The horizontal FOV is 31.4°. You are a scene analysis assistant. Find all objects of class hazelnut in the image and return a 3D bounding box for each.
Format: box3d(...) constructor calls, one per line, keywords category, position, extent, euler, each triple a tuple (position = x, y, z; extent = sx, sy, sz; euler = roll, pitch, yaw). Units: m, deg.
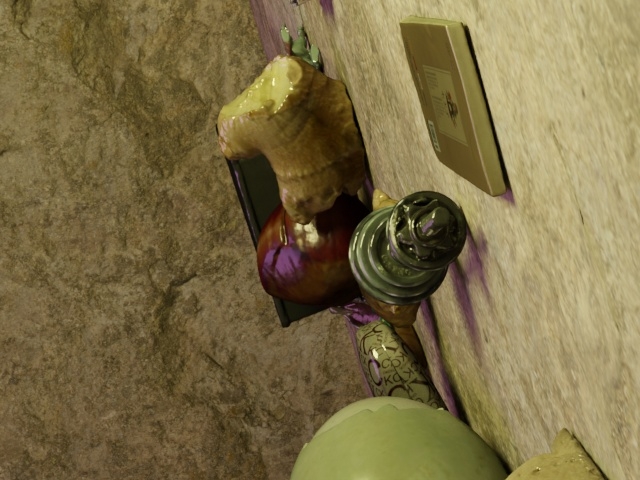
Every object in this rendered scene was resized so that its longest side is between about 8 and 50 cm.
box3d(category="hazelnut", position=(0.000, 0.000, 1.910), extent=(0.229, 0.229, 0.230), euler=(162, 90, -87))

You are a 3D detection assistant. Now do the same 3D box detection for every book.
box3d(category="book", position=(0.106, -0.118, 0.948), extent=(0.199, 0.016, 0.138), euler=(-119, 12, -76))

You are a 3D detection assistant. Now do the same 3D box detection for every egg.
box3d(category="egg", position=(0.094, 0.325, 1.346), extent=(0.336, 0.278, 0.278), euler=(-114, 7, -46))

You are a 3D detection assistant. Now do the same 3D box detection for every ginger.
box3d(category="ginger", position=(-0.041, -0.150, 1.709), extent=(0.130, 0.221, 0.276), euler=(-131, 29, -58))
box3d(category="ginger", position=(0.093, 0.026, 1.474), extent=(0.294, 0.086, 0.131), euler=(92, 164, -69))

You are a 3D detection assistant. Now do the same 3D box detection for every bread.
box3d(category="bread", position=(0.216, 0.210, 0.864), extent=(0.152, 0.105, 0.077), euler=(5, 117, 52))

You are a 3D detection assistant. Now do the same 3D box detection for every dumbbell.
box3d(category="dumbbell", position=(0.095, 0.000, 1.143), extent=(0.254, 0.110, 0.110), euler=(123, 129, -77))

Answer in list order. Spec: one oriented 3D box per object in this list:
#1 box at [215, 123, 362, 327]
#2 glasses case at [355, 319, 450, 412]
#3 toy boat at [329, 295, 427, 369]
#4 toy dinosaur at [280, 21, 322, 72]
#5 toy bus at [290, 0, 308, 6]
box3d(category="box", position=(-0.040, -0.061, 2.137), extent=(0.251, 0.204, 0.345), euler=(-117, 9, -67))
box3d(category="glasses case", position=(0.147, 0.270, 1.568), extent=(0.355, 0.085, 0.137), euler=(62, 178, -12))
box3d(category="toy boat", position=(0.103, 0.153, 1.900), extent=(0.293, 0.099, 0.108), euler=(-131, 23, -63))
box3d(category="toy dinosaur", position=(-0.023, -0.284, 1.945), extent=(0.167, 0.053, 0.242), euler=(74, 176, -55))
box3d(category="toy bus", position=(-0.023, -0.349, 1.567), extent=(0.131, 0.052, 0.037), euler=(-111, -1, -74))
